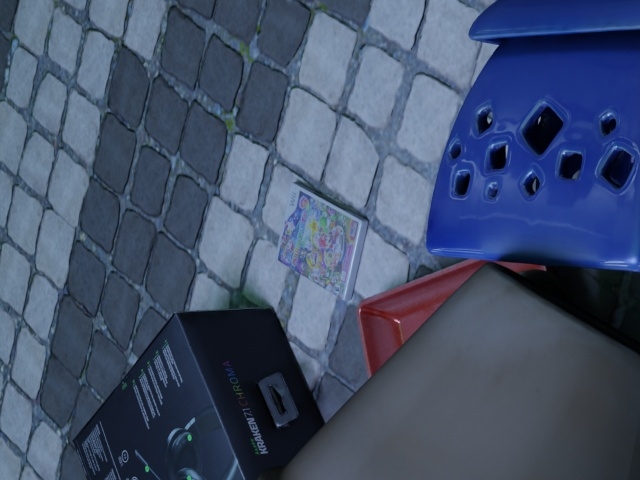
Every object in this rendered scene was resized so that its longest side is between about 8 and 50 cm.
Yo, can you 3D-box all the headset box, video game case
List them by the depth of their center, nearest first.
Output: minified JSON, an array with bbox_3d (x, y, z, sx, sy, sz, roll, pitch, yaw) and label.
[{"bbox_3d":[0.000,0.000,1.819,0.122,0.011,0.087,30,114,47],"label":"video game case"},{"bbox_3d":[-0.116,0.238,1.876,0.283,0.131,0.246,-51,53,39],"label":"headset box"}]

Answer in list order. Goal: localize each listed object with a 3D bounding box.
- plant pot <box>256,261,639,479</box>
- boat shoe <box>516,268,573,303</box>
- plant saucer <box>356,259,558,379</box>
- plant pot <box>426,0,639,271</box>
[{"bbox_3d":[0.133,0.182,1.275,0.323,0.323,0.280,36,97,45],"label":"plant pot"},{"bbox_3d":[0.161,0.174,1.480,0.098,0.109,0.302,3,99,50],"label":"boat shoe"},{"bbox_3d":[0.150,0.150,1.610,0.259,0.047,0.259,-24,73,48],"label":"plant saucer"},{"bbox_3d":[0.244,-0.079,1.347,0.236,0.236,0.212,5,89,52],"label":"plant pot"}]
